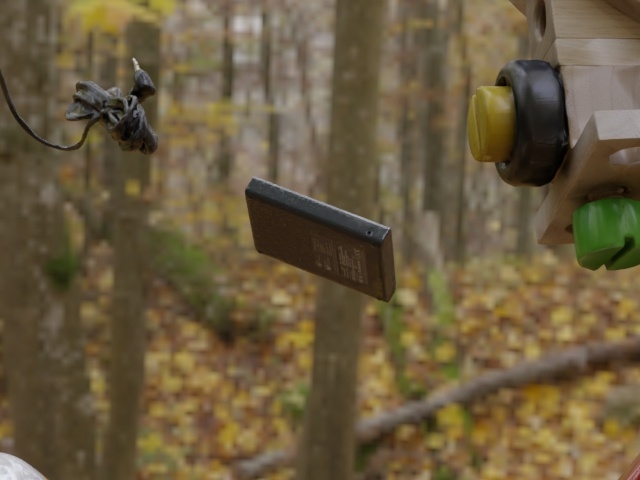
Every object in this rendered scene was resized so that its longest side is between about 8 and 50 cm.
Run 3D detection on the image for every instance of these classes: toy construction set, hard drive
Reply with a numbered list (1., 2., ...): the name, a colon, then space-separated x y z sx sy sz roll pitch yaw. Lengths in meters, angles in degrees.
1. toy construction set: 0.199 -0.110 0.905 0.257 0.237 0.309 17 -30 -29
2. hard drive: 0.000 0.000 1.741 0.135 0.094 0.022 21 60 19

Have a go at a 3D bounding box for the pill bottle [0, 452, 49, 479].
1. pill bottle: -0.224 0.236 1.427 0.136 0.136 0.246 14 -26 42

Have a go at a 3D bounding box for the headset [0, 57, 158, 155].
1. headset: -0.310 -0.118 1.331 0.394 0.243 0.185 10 12 -30

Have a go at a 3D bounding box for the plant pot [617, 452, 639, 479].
1. plant pot: 0.220 0.275 1.192 0.267 0.236 0.267 47 47 4
